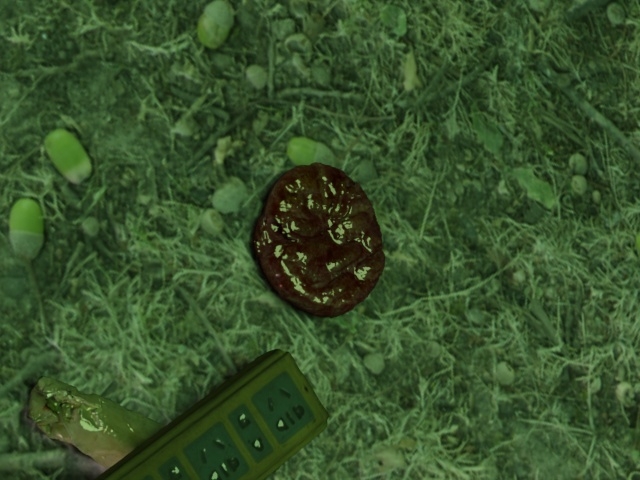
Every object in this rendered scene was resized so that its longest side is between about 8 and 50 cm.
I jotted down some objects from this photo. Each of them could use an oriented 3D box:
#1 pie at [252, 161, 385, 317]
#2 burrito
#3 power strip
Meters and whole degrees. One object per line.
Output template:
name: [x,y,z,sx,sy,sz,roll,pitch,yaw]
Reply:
pie: [0.000,0.000,1.942,0.154,0.036,0.154,8,74,-30]
burrito: [-0.181,0.179,1.785,0.188,0.045,0.058,29,79,-26]
power strip: [-0.134,0.220,1.739,0.387,0.066,0.092,-36,97,-40]
